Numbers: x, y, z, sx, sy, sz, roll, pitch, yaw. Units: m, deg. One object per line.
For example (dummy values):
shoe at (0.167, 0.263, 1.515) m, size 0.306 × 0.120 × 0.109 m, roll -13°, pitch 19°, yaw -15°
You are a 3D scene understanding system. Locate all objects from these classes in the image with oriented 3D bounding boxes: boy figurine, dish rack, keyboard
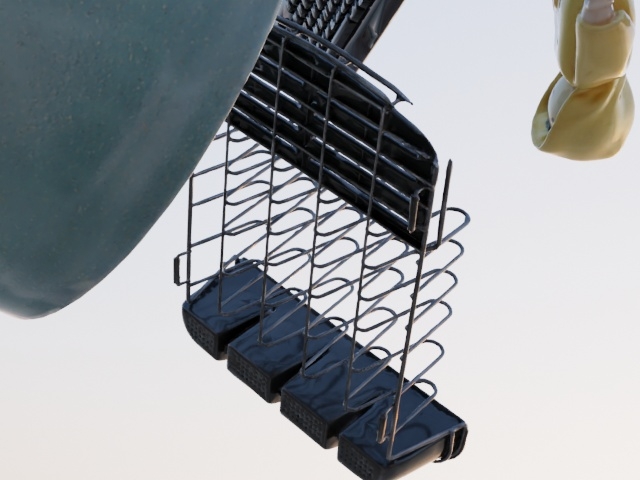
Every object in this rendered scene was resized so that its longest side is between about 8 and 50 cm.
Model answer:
boy figurine at (0.214, -0.200, 1.090) m, size 0.092 × 0.177 × 0.285 m, roll -7°, pitch -56°, yaw 1°
dish rack at (0.000, 0.000, 0.751) m, size 0.208 × 0.074 × 0.271 m, roll 34°, pitch -43°, yaw 31°
keyboard at (0.013, -0.242, 1.034) m, size 0.033 × 0.201 × 0.317 m, roll -5°, pitch -21°, yaw -23°

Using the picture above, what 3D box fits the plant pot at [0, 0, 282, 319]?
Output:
plant pot at (-0.161, -0.136, 0.547) m, size 0.196 × 0.293 × 0.293 m, roll 24°, pitch -22°, yaw -29°
